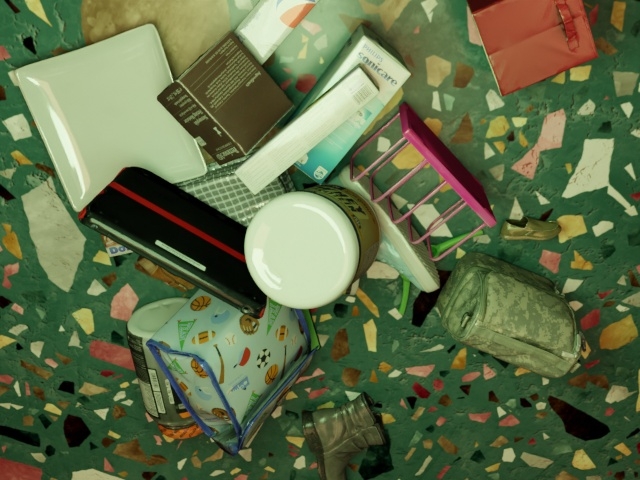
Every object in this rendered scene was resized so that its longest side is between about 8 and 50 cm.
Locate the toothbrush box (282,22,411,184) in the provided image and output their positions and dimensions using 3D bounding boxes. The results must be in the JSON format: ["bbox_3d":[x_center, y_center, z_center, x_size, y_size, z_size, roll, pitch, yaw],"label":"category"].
[{"bbox_3d":[0.045,-0.297,1.345,0.126,0.216,0.296,34,111,-13],"label":"toothbrush box"}]

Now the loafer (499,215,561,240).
[{"bbox_3d":[0.516,-0.031,1.543,0.147,0.056,0.050,-7,121,5],"label":"loafer"}]

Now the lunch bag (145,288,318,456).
[{"bbox_3d":[-0.181,0.295,1.540,0.238,0.328,0.386,14,135,35],"label":"lunch bag"}]

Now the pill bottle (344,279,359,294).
[{"bbox_3d":[-0.008,0.069,1.572,0.208,0.119,0.119,6,115,-2],"label":"pill bottle"}]

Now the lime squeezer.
[{"bbox_3d":[0.272,0.066,1.597,0.109,0.059,0.310,36,111,-14],"label":"lime squeezer"}]

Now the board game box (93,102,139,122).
[{"bbox_3d":[-0.439,-0.224,1.498,0.126,0.026,0.186,-19,113,10],"label":"board game box"}]

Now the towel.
[{"bbox_3d":[-0.195,-0.075,1.509,0.283,0.121,0.235,-16,115,9],"label":"towel"}]

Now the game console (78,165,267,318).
[{"bbox_3d":[-0.275,-0.005,1.296,0.386,0.342,0.060,30,109,-13],"label":"game console"}]

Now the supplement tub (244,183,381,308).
[{"bbox_3d":[0.000,0.000,1.318,0.228,0.316,0.229,3,100,16],"label":"supplement tub"}]

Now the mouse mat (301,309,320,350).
[{"bbox_3d":[-0.105,0.255,1.726,0.189,0.007,0.153,-12,114,7],"label":"mouse mat"}]

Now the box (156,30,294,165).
[{"bbox_3d":[-0.204,-0.297,1.342,0.203,0.168,0.167,47,68,-19],"label":"box"}]

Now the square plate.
[{"bbox_3d":[-0.468,-0.270,1.434,0.346,0.049,0.344,-15,107,9],"label":"square plate"}]

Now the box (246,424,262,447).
[{"bbox_3d":[-0.198,0.475,1.803,0.100,0.060,0.244,26,113,-10],"label":"box"}]

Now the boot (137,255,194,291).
[{"bbox_3d":[-0.350,0.057,1.584,0.197,0.073,0.152,-22,127,43],"label":"boot"}]

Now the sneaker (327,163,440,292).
[{"bbox_3d":[0.136,-0.004,1.521,0.150,0.135,0.366,-39,90,23],"label":"sneaker"}]

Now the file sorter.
[{"bbox_3d":[0.224,-0.125,1.431,0.182,0.202,0.290,-40,108,21],"label":"file sorter"}]

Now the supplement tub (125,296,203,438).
[{"bbox_3d":[-0.380,0.340,1.664,0.206,0.207,0.338,-4,116,4],"label":"supplement tub"}]

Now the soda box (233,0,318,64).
[{"bbox_3d":[-0.064,-0.503,1.316,0.091,0.098,0.286,41,109,-16],"label":"soda box"}]

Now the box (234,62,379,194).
[{"bbox_3d":[-0.028,-0.216,1.231,0.324,0.063,0.067,-38,105,18],"label":"box"}]

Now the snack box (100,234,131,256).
[{"bbox_3d":[-0.464,-0.007,1.604,0.178,0.022,0.064,-12,116,7],"label":"snack box"}]

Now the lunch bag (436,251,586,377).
[{"bbox_3d":[0.464,0.195,1.541,0.304,0.256,0.213,22,114,-9],"label":"lunch bag"}]

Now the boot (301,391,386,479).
[{"bbox_3d":[0.093,0.611,1.834,0.222,0.118,0.338,-17,118,4],"label":"boot"}]

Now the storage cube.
[{"bbox_3d":[0.422,-0.433,1.276,0.193,0.215,0.184,-21,114,18],"label":"storage cube"}]
